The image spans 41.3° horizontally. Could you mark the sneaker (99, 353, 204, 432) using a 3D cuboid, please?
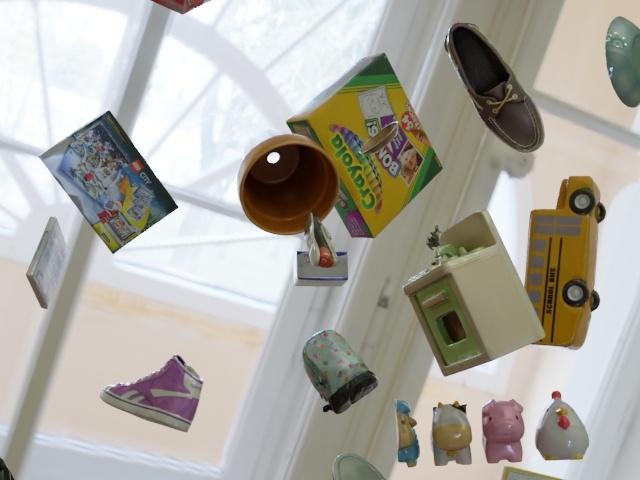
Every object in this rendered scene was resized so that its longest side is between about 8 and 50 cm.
[{"bbox_3d":[-0.380,0.337,1.963,0.282,0.161,0.102,7,-21,33],"label":"sneaker"}]

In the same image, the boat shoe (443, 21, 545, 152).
[{"bbox_3d":[0.373,-0.327,1.828,0.324,0.117,0.097,59,17,1],"label":"boat shoe"}]

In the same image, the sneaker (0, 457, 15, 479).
[{"bbox_3d":[-0.497,0.390,1.192,0.483,0.202,0.185,34,28,-51],"label":"sneaker"}]

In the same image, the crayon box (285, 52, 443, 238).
[{"bbox_3d":[0.122,-0.240,2.176,0.106,0.313,0.362,0,-52,51],"label":"crayon box"}]

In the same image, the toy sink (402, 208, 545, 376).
[{"bbox_3d":[0.236,0.089,1.411,0.131,0.234,0.153,-18,-10,-27],"label":"toy sink"}]

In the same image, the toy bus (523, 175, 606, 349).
[{"bbox_3d":[0.474,0.045,1.661,0.130,0.332,0.108,2,-10,30],"label":"toy bus"}]

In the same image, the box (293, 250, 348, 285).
[{"bbox_3d":[-0.001,0.071,2.100,0.126,0.072,0.137,0,-11,-5],"label":"box"}]

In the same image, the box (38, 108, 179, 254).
[{"bbox_3d":[-0.406,-0.113,1.640,0.233,0.159,0.044,57,-10,-18],"label":"box"}]

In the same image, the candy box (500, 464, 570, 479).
[{"bbox_3d":[0.477,0.554,1.817,0.206,0.105,0.027,16,-8,-12],"label":"candy box"}]

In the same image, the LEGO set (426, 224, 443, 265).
[{"bbox_3d":[0.228,0.011,1.704,0.023,0.083,0.054,-1,-16,-34],"label":"LEGO set"}]

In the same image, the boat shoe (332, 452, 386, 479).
[{"bbox_3d":[0.098,0.525,1.505,0.114,0.091,0.302,-9,56,-33],"label":"boat shoe"}]

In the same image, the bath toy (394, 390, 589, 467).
[{"bbox_3d":[0.312,0.343,1.552,0.349,0.128,0.151,-2,-15,2],"label":"bath toy"}]

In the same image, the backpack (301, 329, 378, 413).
[{"bbox_3d":[0.036,0.303,2.029,0.152,0.115,0.182,-28,62,-27],"label":"backpack"}]

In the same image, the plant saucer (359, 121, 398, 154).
[{"bbox_3d":[0.104,-0.172,1.457,0.015,0.083,0.083,49,-1,-14],"label":"plant saucer"}]

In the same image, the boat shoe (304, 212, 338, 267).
[{"bbox_3d":[0.000,0.000,1.522,0.043,0.049,0.137,5,36,-15],"label":"boat shoe"}]

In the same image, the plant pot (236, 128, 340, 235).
[{"bbox_3d":[-0.083,-0.142,1.765,0.205,0.205,0.188,17,21,-24],"label":"plant pot"}]

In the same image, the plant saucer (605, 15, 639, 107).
[{"bbox_3d":[0.657,-0.377,1.778,0.195,0.194,0.037,14,-15,-42],"label":"plant saucer"}]

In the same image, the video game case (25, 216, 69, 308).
[{"bbox_3d":[-0.572,0.049,1.788,0.019,0.143,0.157,11,-30,1],"label":"video game case"}]

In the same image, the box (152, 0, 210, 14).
[{"bbox_3d":[-0.338,-0.582,1.667,0.300,0.154,0.142,28,43,18],"label":"box"}]
